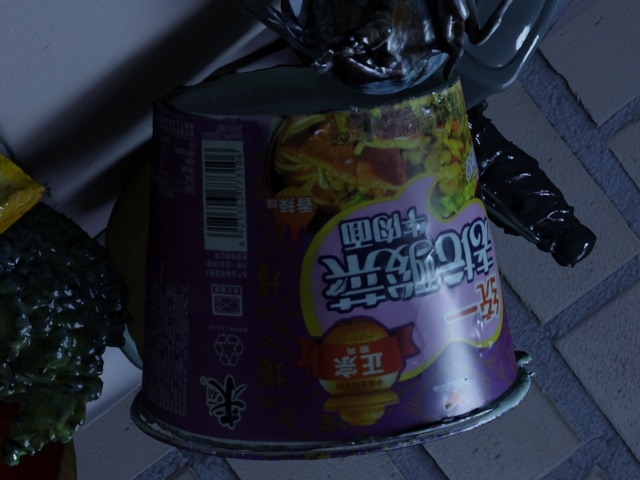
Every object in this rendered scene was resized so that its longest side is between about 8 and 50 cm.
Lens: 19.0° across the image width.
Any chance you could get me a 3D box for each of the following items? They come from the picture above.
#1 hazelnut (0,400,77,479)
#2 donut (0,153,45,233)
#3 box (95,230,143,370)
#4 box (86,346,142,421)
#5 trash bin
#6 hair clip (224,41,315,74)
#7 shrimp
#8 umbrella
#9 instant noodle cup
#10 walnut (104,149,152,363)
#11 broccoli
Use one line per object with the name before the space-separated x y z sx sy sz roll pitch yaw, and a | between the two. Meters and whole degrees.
hazelnut | -0.424 0.334 2.101 0.359 0.359 0.409 -37 -168 7
donut | -0.278 -0.004 1.344 0.178 0.065 0.162 -39 -179 22
box | -0.114 -0.011 2.212 0.312 0.175 0.182 -37 -174 23
box | -0.360 0.190 2.623 0.289 0.141 0.349 -39 175 24
trash bin | 0.162 -0.227 2.026 0.176 0.101 0.236 -67 -169 -19
hair clip | 0.013 -0.169 1.841 0.101 0.085 0.331 -36 179 22
shrimp | 0.058 -0.191 1.462 0.221 0.166 0.410 -9 179 16
umbrella | 0.176 -0.101 2.196 0.113 0.357 0.106 -43 -177 39
instant noodle cup | 0.000 0.000 1.560 0.340 0.265 0.340 -4 -168 1
walnut | -0.029 0.030 1.909 0.381 0.381 0.381 -36 177 -2
broccoli | -0.266 0.087 1.563 0.275 0.198 0.177 -39 176 39
